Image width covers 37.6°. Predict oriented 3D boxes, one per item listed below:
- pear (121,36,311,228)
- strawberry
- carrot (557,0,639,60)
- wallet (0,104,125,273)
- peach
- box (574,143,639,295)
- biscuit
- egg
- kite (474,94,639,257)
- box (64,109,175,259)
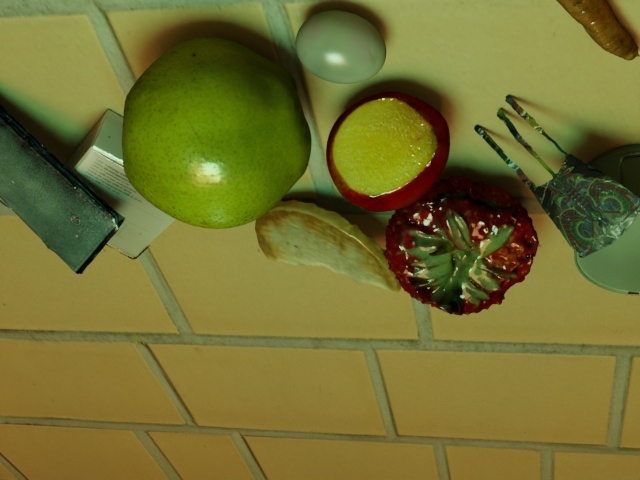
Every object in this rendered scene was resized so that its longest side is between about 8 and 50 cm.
[{"bbox_3d":[-0.163,-0.161,1.430,0.294,0.294,0.294,6,144,5],"label":"pear"},{"bbox_3d":[0.234,-0.001,1.637,0.261,0.257,0.261,-1,116,-2],"label":"strawberry"},{"bbox_3d":[0.369,-0.317,1.284,0.059,0.059,0.248,-21,137,36],"label":"carrot"},{"bbox_3d":[-0.520,-0.115,1.647,0.379,0.046,0.191,45,135,-4],"label":"wallet"},{"bbox_3d":[0.106,-0.139,1.474,0.190,0.190,0.192,19,162,-12],"label":"peach"},{"bbox_3d":[0.532,-0.033,1.549,0.226,0.149,0.226,6,144,5],"label":"box"},{"bbox_3d":[0.000,0.000,1.745,0.309,0.040,0.204,14,148,31],"label":"biscuit"},{"bbox_3d":[0.030,-0.280,1.368,0.135,0.103,0.103,12,144,-9],"label":"egg"},{"bbox_3d":[0.360,-0.104,1.470,0.285,0.015,0.152,48,136,12],"label":"kite"},{"bbox_3d":[-0.362,-0.094,1.712,0.203,0.106,0.252,30,141,-22],"label":"box"}]
